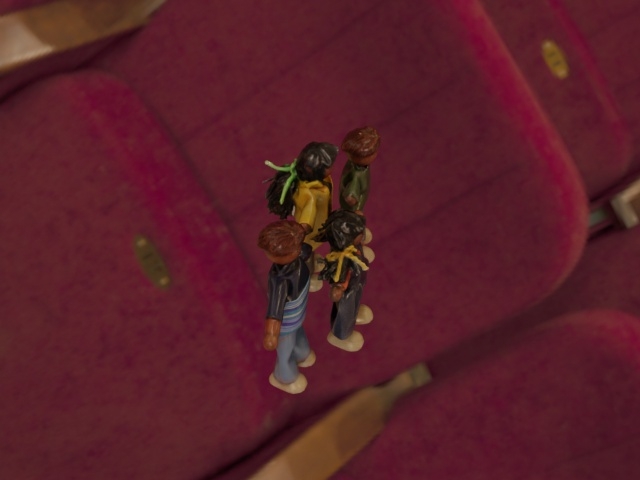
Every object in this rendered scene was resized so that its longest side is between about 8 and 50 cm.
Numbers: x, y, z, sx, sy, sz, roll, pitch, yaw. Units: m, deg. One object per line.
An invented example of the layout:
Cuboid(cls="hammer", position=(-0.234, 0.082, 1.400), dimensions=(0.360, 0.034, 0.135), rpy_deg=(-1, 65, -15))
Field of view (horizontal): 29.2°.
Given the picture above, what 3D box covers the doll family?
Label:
Cuboid(cls="doll family", position=(0.000, 0.000, 0.741), dimensions=(0.076, 0.111, 0.193), rpy_deg=(3, 41, -1))
